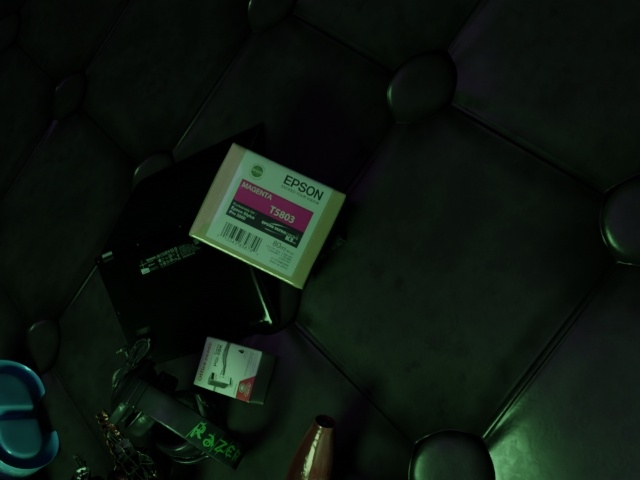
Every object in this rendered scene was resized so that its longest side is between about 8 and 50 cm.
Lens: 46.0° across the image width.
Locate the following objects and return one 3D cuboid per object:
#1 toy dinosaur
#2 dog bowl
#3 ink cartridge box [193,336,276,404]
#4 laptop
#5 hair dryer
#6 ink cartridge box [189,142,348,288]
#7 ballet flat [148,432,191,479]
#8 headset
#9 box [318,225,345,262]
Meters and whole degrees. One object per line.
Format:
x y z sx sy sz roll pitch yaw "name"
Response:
-0.358 0.463 1.406 0.322 0.218 0.164 30 75 28 "toy dinosaur"
-0.706 0.410 1.715 0.074 0.166 0.297 -50 52 25 "dog bowl"
-0.164 0.247 1.439 0.135 0.056 0.099 9 80 30 "ink cartridge box"
-0.261 0.012 1.626 0.382 0.236 0.408 -20 91 29 "laptop"
0.015 0.429 1.209 0.223 0.080 0.294 -23 70 54 "hair dryer"
-0.093 -0.044 1.388 0.234 0.088 0.193 25 90 4 "ink cartridge box"
-0.309 0.401 1.500 0.057 0.049 0.173 -49 53 10 "ballet flat"
-0.280 0.297 1.415 0.394 0.243 0.185 9 61 47 "headset"
0.000 0.000 1.444 0.083 0.018 0.067 -39 55 17 "box"
